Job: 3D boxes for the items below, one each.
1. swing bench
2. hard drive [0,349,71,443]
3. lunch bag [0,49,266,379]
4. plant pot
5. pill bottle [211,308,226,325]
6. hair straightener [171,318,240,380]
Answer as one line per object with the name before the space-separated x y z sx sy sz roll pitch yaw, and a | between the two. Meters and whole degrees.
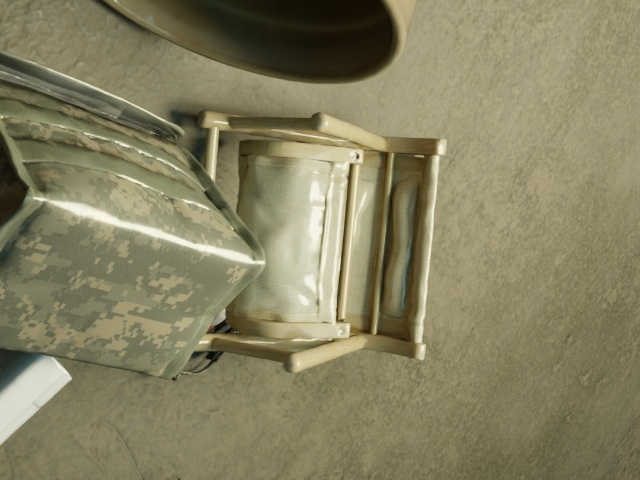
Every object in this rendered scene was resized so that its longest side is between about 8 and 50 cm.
swing bench | 0.000 0.000 1.044 0.255 0.165 0.253 3 93 -54
hard drive | -0.388 0.187 0.795 0.353 0.233 0.047 -43 123 -16
lunch bag | -0.218 -0.046 0.792 0.235 0.287 0.169 20 115 -48
plant pot | -0.039 -0.331 0.814 0.323 0.323 0.280 33 73 -45
pill bottle | -0.143 0.042 1.052 0.065 0.065 0.116 -44 133 -15
hair straightener | -0.085 0.096 1.138 0.230 0.047 0.089 -42 133 -24
